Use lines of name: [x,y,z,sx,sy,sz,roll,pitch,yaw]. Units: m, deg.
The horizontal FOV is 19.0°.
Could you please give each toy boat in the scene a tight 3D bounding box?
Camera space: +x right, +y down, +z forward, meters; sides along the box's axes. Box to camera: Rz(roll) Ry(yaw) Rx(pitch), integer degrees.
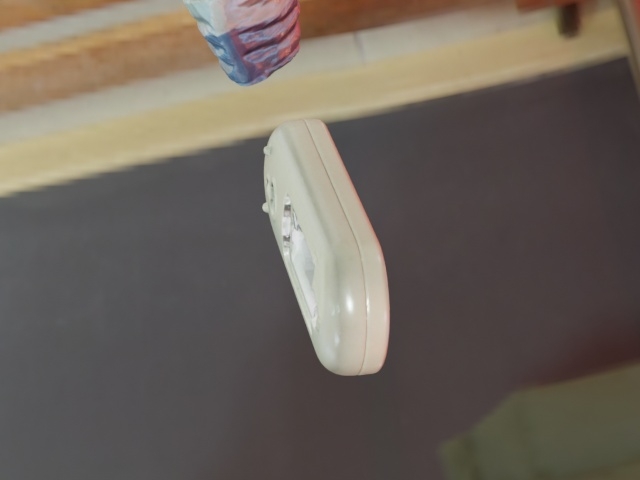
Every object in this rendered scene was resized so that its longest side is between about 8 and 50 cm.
toy boat: [-0.036,-0.116,0.625,0.034,0.105,0.149,-13,132,9]

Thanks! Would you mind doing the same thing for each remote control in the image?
remote control: [0.000,0.000,1.068,0.042,0.221,0.078,-5,118,-11]
